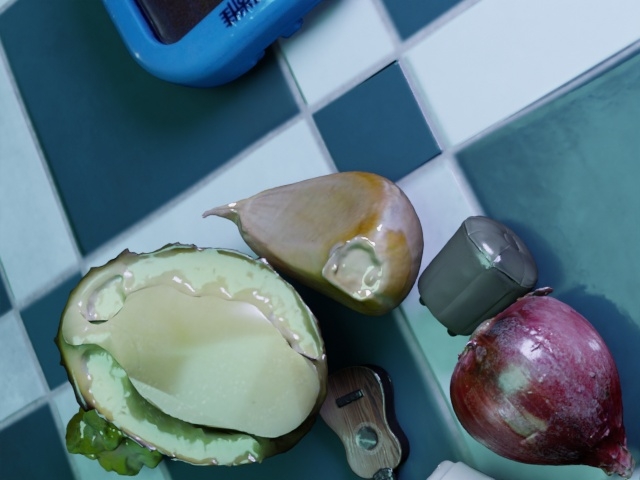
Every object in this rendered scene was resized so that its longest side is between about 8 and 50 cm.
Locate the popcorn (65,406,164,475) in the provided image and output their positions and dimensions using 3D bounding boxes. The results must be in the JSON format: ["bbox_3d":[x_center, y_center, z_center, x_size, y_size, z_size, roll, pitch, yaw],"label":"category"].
[{"bbox_3d":[-0.228,0.204,1.293,0.145,0.126,0.125,-45,43,37],"label":"popcorn"}]

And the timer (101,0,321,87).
[{"bbox_3d":[-0.110,-0.357,1.244,0.340,0.115,0.309,-37,71,23],"label":"timer"}]

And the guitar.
[{"bbox_3d":[0.076,0.262,1.164,0.084,0.038,0.271,-30,72,25],"label":"guitar"}]

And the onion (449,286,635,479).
[{"bbox_3d":[0.218,0.150,1.031,0.195,0.159,0.159,45,109,8],"label":"onion"}]

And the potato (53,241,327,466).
[{"bbox_3d":[-0.117,0.121,1.172,0.285,0.242,0.242,4,90,10],"label":"potato"}]

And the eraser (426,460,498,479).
[{"bbox_3d":[0.215,0.315,1.006,0.279,0.081,0.124,21,143,39],"label":"eraser"}]

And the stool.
[{"bbox_3d":[0.156,0.037,1.100,0.110,0.096,0.096,-48,68,24],"label":"stool"}]

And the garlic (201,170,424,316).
[{"bbox_3d":[0.007,-0.002,1.144,0.245,0.164,0.145,19,107,47],"label":"garlic"}]
